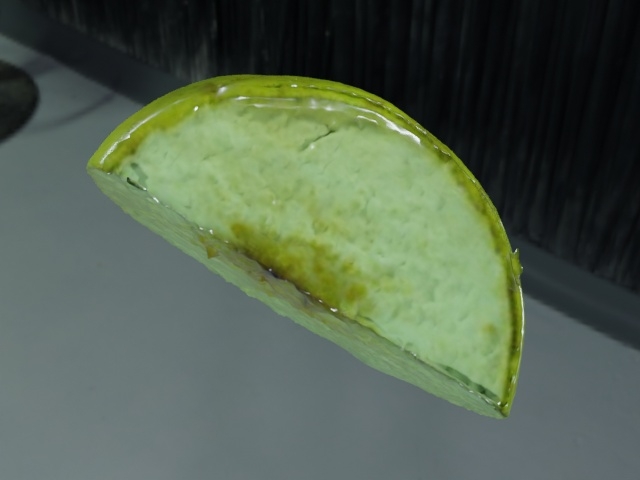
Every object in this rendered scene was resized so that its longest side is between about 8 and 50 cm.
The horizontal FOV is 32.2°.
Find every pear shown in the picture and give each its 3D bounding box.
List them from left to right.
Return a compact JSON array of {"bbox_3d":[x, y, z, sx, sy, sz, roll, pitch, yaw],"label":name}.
[{"bbox_3d":[-0.001,-0.005,0.740,0.288,0.239,0.139,31,73,-6],"label":"pear"}]
